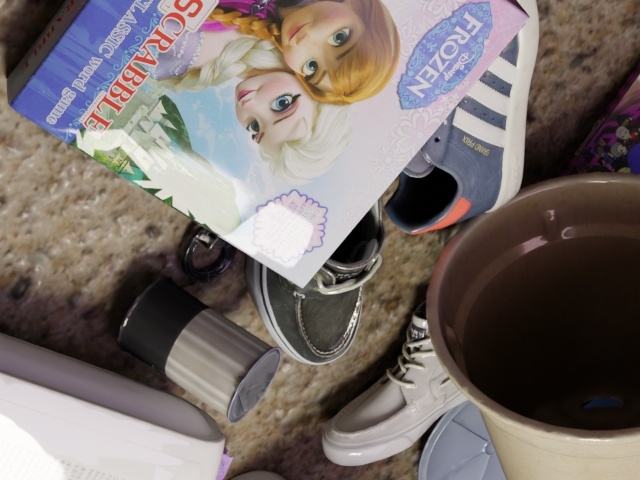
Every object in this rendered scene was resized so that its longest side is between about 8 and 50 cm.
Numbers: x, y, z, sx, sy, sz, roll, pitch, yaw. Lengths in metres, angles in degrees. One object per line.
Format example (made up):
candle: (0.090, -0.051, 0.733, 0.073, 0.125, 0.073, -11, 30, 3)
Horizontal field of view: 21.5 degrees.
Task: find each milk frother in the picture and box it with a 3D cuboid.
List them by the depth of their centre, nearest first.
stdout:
milk frother: (-0.093, 0.072, 1.591, 0.129, 0.134, 0.143, -23, 141, -64)

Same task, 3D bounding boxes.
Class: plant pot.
plant pot: (0.289, 0.154, 1.737, 0.334, 0.334, 0.305, -30, 140, -16)

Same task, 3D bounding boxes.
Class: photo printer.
photo printer: (-0.254, 0.230, 1.566, 0.307, 0.107, 0.256, 22, 105, -30)

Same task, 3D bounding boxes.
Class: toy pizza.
toy pizza: (0.194, 0.232, 1.977, 0.201, 0.032, 0.201, -19, 130, -25)

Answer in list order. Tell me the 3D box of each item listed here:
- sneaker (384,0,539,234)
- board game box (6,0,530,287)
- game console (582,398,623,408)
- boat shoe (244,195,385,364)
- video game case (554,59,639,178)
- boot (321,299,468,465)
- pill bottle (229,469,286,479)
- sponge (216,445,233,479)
sneaker: (0.111, -0.148, 1.594, 0.148, 0.131, 0.350, -27, 132, -24)
board game box: (-0.044, -0.161, 1.422, 0.318, 0.066, 0.319, 32, 108, -25)
game console: (0.432, 0.140, 1.969, 0.361, 0.213, 0.044, -34, 103, -12)
boat shoe: (0.000, 0.000, 1.621, 0.121, 0.119, 0.335, -23, 130, -22)
video game case: (0.372, -0.052, 1.834, 0.210, 0.042, 0.232, 35, 97, -8)
boot: (0.100, 0.131, 1.814, 0.258, 0.095, 0.123, -30, 127, -27)
pill bottle: (-0.017, 0.361, 1.749, 0.153, 0.264, 0.153, -18, 127, -26)
sponge: (-0.198, 0.248, 1.706, 0.210, 0.031, 0.117, 14, 109, -41)
